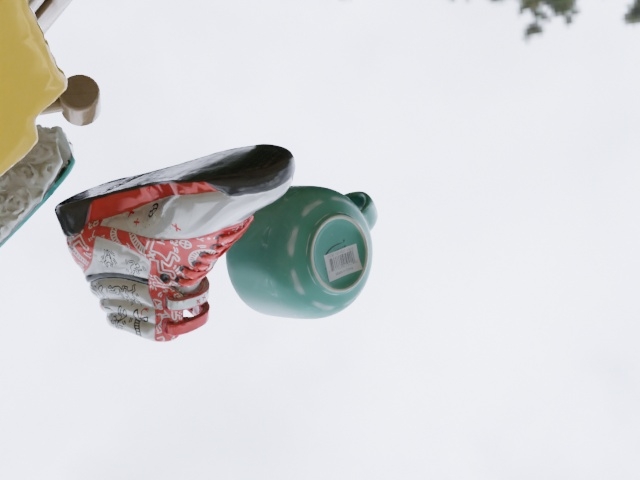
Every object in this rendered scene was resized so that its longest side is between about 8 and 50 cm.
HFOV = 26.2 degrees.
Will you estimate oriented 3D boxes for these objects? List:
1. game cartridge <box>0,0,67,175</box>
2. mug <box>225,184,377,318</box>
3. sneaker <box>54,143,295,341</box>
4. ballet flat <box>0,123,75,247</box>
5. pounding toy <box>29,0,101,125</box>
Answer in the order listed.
[{"bbox_3d":[-0.253,-0.078,0.501,0.052,0.324,0.285,34,-114,31],"label":"game cartridge"},{"bbox_3d":[-0.007,0.000,1.335,0.097,0.129,0.158,2,-116,50],"label":"mug"},{"bbox_3d":[-0.110,0.007,1.217,0.270,0.145,0.090,-10,-163,37],"label":"sneaker"},{"bbox_3d":[-0.433,0.010,1.448,0.409,0.147,0.147,-48,-129,-6],"label":"ballet flat"},{"bbox_3d":[-0.259,-0.174,1.098,0.206,0.094,0.181,32,-115,1],"label":"pounding toy"}]
